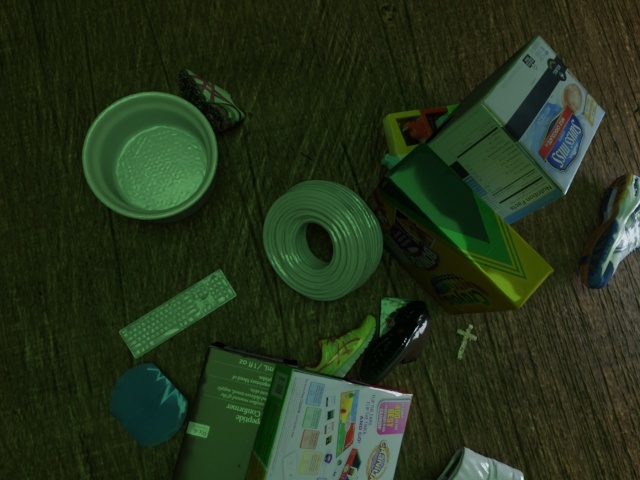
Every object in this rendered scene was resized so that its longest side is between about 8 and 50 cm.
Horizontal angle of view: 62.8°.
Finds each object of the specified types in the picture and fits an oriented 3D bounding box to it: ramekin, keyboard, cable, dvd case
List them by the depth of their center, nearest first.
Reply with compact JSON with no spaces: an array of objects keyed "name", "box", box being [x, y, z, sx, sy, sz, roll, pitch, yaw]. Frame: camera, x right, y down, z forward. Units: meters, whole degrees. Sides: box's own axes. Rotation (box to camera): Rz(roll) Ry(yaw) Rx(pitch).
[{"name":"cable","box":[0.000,0.000,1.105,0.257,0.089,0.257,-34,87,36]},{"name":"ramekin","box":[-0.357,-0.168,1.148,0.277,0.135,0.277,1,80,-4]},{"name":"keyboard","box":[-0.313,0.161,1.159,0.256,0.014,0.072,-32,84,-8]},{"name":"dvd case","box":[0.176,0.190,1.189,0.087,0.013,0.119,5,80,-3]}]

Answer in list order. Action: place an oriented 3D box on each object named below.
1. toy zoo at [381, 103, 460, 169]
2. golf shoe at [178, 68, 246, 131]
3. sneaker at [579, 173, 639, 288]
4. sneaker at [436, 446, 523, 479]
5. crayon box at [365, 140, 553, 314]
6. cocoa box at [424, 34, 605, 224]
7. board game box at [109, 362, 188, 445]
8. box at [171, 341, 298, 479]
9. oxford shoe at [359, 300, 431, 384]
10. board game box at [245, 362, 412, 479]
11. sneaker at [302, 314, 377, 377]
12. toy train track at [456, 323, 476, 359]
[{"name":"toy zoo","box":[0.258,-0.208,1.193,0.293,0.030,0.192,-15,81,-30]},{"name":"golf shoe","box":[-0.257,-0.332,1.225,0.186,0.067,0.086,47,49,9]},{"name":"sneaker","box":[0.709,-0.009,1.210,0.131,0.112,0.296,28,81,0]},{"name":"sneaker","box":[0.293,0.587,1.093,0.169,0.108,0.292,26,70,2]},{"name":"crayon box","box":[0.235,0.001,1.047,0.106,0.363,0.313,-42,86,-9]},{"name":"cocoa box","box":[0.387,-0.210,1.086,0.228,0.231,0.347,46,52,-4]},{"name":"board game box","box":[-0.363,0.349,1.118,0.169,0.033,0.133,44,86,9]},{"name":"box","box":[-0.182,0.415,1.066,0.191,0.143,0.381,14,82,-2]},{"name":"oxford shoe","box":[0.170,0.233,1.106,0.227,0.083,0.096,-39,117,-31]},{"name":"board game box","box":[0.027,0.396,1.043,0.316,0.064,0.242,22,78,-32]},{"name":"sneaker","box":[0.041,0.235,1.140,0.094,0.081,0.208,39,79,8]},{"name":"toy train track","box":[0.329,0.231,1.193,0.048,0.014,0.083,23,81,0]}]
